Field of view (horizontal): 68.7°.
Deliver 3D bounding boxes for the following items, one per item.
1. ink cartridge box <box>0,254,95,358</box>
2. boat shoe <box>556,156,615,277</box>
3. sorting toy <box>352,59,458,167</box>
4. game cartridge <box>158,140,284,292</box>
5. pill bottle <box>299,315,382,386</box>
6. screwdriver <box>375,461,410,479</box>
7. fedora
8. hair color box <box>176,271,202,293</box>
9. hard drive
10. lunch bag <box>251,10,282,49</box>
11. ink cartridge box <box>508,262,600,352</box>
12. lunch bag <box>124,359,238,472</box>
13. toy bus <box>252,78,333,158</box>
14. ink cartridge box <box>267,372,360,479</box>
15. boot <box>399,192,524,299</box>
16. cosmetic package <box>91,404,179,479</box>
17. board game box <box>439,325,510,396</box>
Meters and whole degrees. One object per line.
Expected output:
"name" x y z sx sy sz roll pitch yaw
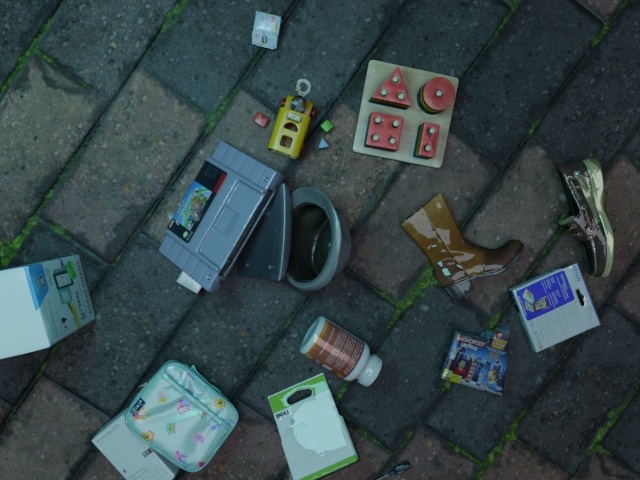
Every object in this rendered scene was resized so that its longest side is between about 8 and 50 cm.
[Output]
"ink cartridge box" -0.741 0.161 1.187 0.197 0.270 0.198 -13 96 -3
"boat shoe" 0.741 -0.058 1.332 0.123 0.123 0.342 -9 96 12
"sorting toy" 0.239 -0.350 1.284 0.257 0.089 0.255 10 94 -4
"game cartridge" -0.275 -0.070 1.245 0.230 0.068 0.355 31 93 24
"pill bottle" 0.060 0.316 1.318 0.216 0.121 0.121 33 93 -5
"screwdriver" 0.193 0.710 1.415 0.170 0.024 0.025 -23 66 6
"fedora" 0.000 0.000 1.260 0.124 0.243 0.275 1 96 -44
"hair color box" -0.336 0.070 1.314 0.072 0.043 0.141 32 94 -5
"hard drive" -0.151 -0.025 1.269 0.172 0.054 0.255 3 91 35
"lunch bag" -0.145 -0.565 1.264 0.071 0.053 0.083 13 103 -3
"ink cartridge box" 0.687 0.195 1.379 0.208 0.045 0.206 -23 96 0
"lunch bag" -0.381 0.475 1.299 0.279 0.108 0.224 41 77 -7
"toy bus" -0.073 -0.319 1.263 0.191 0.104 0.202 -28 96 -1
"ink cartridge box" -0.019 0.545 1.357 0.188 0.097 0.255 -24 62 -1
"boot" 0.407 -0.013 1.343 0.264 0.096 0.280 -33 89 8
"cosmetic package" -0.519 0.600 1.332 0.117 0.085 0.231 -39 97 0
"board game box" 0.467 0.333 1.373 0.194 0.060 0.194 19 93 -4
